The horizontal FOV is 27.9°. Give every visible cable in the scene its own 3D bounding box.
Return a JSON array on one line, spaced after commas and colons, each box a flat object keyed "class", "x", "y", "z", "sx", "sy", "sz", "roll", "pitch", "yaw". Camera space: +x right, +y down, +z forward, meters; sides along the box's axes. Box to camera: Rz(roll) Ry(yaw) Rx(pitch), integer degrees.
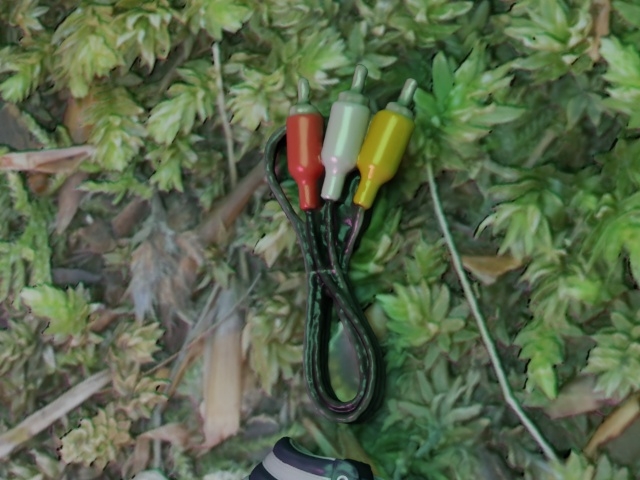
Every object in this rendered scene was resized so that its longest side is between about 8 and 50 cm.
[{"class": "cable", "x": 0.000, "y": 0.000, "z": 1.043, "sx": 0.139, "sy": 0.072, "sz": 0.287, "roll": 2, "pitch": 74, "yaw": 23}]

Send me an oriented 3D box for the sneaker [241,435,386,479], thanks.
[{"class": "sneaker", "x": 0.031, "y": 0.263, "z": 0.935, "sx": 0.282, "sy": 0.099, "sz": 0.153, "roll": 39, "pitch": 88, "yaw": 26}]
